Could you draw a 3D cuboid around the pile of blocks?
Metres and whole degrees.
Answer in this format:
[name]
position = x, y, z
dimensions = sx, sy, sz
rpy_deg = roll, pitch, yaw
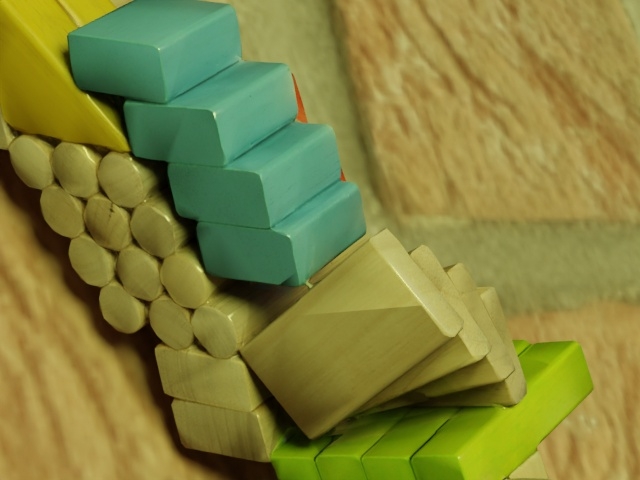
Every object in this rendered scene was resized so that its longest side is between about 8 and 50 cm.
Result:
[pile of blocks]
position = 0.000, 0.000, 0.683
dimensions = 0.362, 0.149, 0.112
rpy_deg = 53, 45, 0
